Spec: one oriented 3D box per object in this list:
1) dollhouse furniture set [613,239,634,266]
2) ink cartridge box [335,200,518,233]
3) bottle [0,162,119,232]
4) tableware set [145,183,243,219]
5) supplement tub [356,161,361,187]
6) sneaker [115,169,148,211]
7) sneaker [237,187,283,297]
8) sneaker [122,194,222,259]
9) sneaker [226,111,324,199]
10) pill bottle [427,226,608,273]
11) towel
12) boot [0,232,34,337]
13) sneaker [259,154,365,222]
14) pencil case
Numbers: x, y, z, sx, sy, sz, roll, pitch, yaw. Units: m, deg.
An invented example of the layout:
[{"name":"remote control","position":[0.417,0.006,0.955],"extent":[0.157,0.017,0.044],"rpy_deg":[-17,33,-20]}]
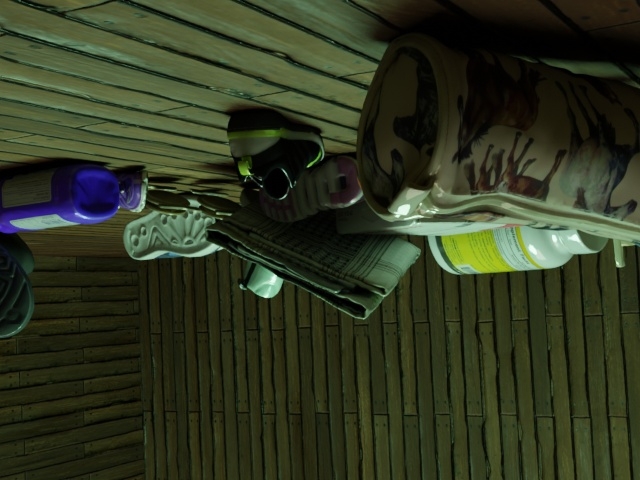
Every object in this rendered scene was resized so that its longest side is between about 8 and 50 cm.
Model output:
[{"name":"dollhouse furniture set","position":[0.697,-0.084,1.665],"extent":[0.362,0.257,0.394],"rpy_deg":[-4,-163,23]},{"name":"ink cartridge box","position":[0.193,-0.073,1.642],"extent":[0.283,0.117,0.207],"rpy_deg":[0,176,-40]},{"name":"bottle","position":[-0.450,-0.063,1.493],"extent":[0.282,0.092,0.118],"rpy_deg":[-5,178,35]},{"name":"tableware set","position":[-0.230,-0.057,1.693],"extent":[0.194,0.039,0.128],"rpy_deg":[5,-161,-33]},{"name":"supplement tub","position":[0.102,-0.100,1.253],"extent":[0.106,0.106,0.198],"rpy_deg":[-3,177,-3]},{"name":"sneaker","position":[-0.338,-0.080,1.543],"extent":[0.071,0.068,0.170],"rpy_deg":[8,171,-41]},{"name":"sneaker","position":[-0.119,0.005,1.778],"extent":[0.094,0.151,0.256],"rpy_deg":[13,-157,-21]},{"name":"sneaker","position":[-0.241,-0.036,2.006],"extent":[0.322,0.130,0.236],"rpy_deg":[-12,-179,42]},{"name":"sneaker","position":[-0.060,-0.098,1.198],"extent":[0.084,0.097,0.234],"rpy_deg":[-4,176,21]},{"name":"pill bottle","position":[0.393,-0.034,1.880],"extent":[0.334,0.188,0.188],"rpy_deg":[-7,175,45]},{"name":"towel","position":[0.000,0.000,1.624],"extent":[0.312,0.056,0.324],"rpy_deg":[27,-156,11]},{"name":"boot","position":[-0.630,0.046,1.744],"extent":[0.367,0.146,0.445],"rpy_deg":[37,173,3]},{"name":"sneaker","position":[0.003,-0.086,1.563],"extent":[0.236,0.095,0.104],"rpy_deg":[-7,-178,39]},{"name":"pencil case","position":[0.221,-0.075,0.887],"extent":[0.410,0.184,0.160],"rpy_deg":[6,138,-30]}]
